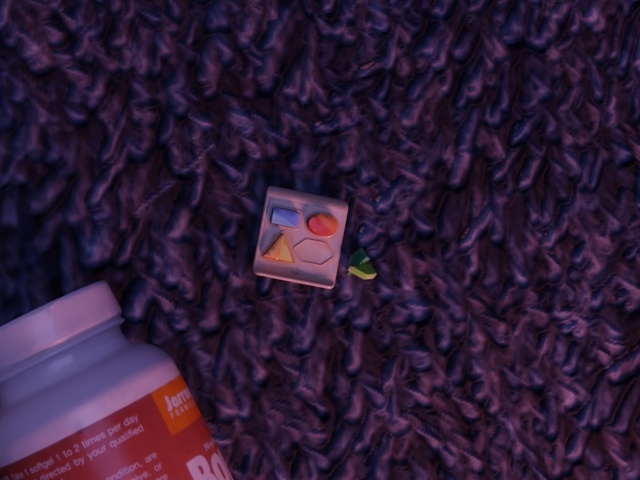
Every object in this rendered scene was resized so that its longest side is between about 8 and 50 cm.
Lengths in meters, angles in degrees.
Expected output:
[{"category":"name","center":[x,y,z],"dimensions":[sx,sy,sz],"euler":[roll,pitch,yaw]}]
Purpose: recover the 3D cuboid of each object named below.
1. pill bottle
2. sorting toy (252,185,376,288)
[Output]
[{"category":"pill bottle","center":[-0.120,0.139,0.754],"dimensions":[0.121,0.121,0.216],"euler":[-27,91,-15]},{"category":"sorting toy","center":[0.000,0.000,0.856],"dimensions":[0.083,0.012,0.062],"euler":[11,81,-12]}]
